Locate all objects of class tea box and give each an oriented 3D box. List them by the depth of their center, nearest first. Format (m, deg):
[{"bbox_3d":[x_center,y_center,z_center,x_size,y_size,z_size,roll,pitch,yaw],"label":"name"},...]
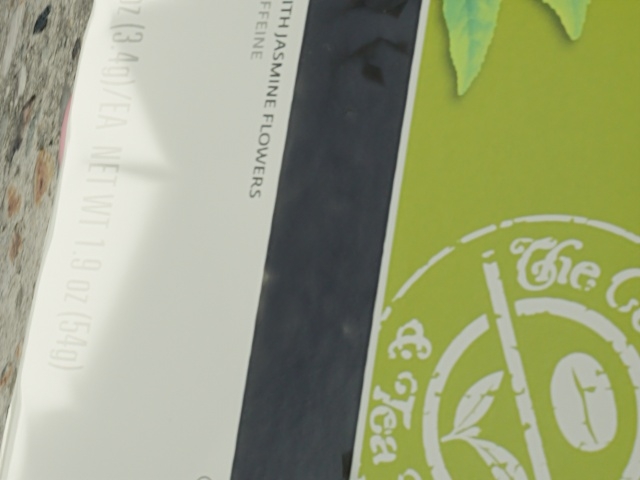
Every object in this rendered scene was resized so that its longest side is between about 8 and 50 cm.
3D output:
[{"bbox_3d":[0.117,-0.044,0.562,0.324,0.220,0.329,3,79,29],"label":"tea box"}]

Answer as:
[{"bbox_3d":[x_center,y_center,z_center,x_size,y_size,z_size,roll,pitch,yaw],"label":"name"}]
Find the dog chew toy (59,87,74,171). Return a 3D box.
[{"bbox_3d":[0.001,-0.111,1.060,0.332,0.207,0.206,-58,22,-6],"label":"dog chew toy"}]
